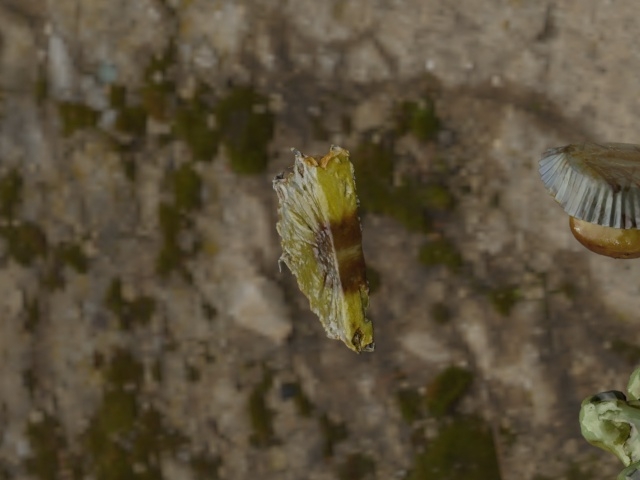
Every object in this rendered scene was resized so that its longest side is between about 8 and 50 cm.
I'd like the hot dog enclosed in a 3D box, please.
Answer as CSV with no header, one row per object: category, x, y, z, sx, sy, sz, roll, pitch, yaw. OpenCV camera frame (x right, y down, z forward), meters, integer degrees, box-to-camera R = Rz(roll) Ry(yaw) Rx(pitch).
hot dog,0.338,-0.044,1.853,0.162,0.270,0.082,47,125,38

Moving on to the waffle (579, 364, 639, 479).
waffle,0.232,0.120,0.784,0.214,0.208,0.054,56,145,29

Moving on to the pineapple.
pineapple,0.000,0.000,0.683,0.045,0.019,0.083,30,135,54
